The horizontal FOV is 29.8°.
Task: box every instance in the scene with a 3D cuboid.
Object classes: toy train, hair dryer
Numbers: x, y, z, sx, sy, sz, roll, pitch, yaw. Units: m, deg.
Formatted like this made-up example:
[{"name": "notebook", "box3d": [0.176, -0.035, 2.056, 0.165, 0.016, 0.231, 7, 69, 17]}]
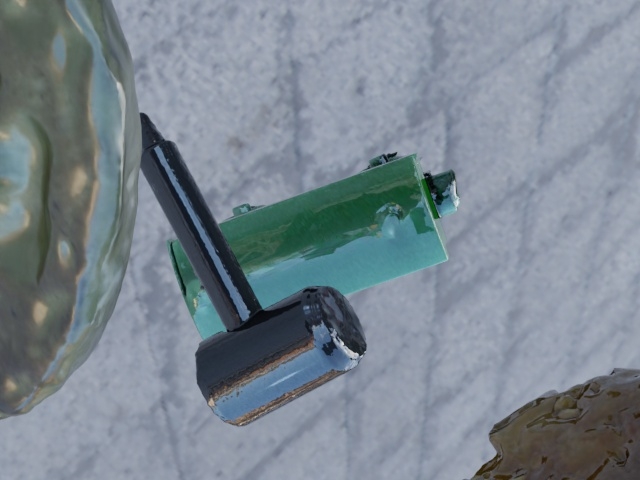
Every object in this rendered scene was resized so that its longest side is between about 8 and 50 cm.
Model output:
[{"name": "toy train", "box3d": [0.000, 0.000, 1.227, 0.301, 0.120, 0.202, -19, -175, 10]}, {"name": "hair dryer", "box3d": [-0.067, 0.006, 0.899, 0.114, 0.248, 0.070, -29, 174, 21]}]

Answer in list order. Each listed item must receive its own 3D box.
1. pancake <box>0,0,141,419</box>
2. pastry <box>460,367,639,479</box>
[{"name": "pancake", "box3d": [-0.183, -0.055, 0.534, 0.049, 0.294, 0.294, -33, 148, -47]}, {"name": "pastry", "box3d": [0.197, 0.180, 0.603, 0.162, 0.311, 0.255, 50, 55, -24]}]
